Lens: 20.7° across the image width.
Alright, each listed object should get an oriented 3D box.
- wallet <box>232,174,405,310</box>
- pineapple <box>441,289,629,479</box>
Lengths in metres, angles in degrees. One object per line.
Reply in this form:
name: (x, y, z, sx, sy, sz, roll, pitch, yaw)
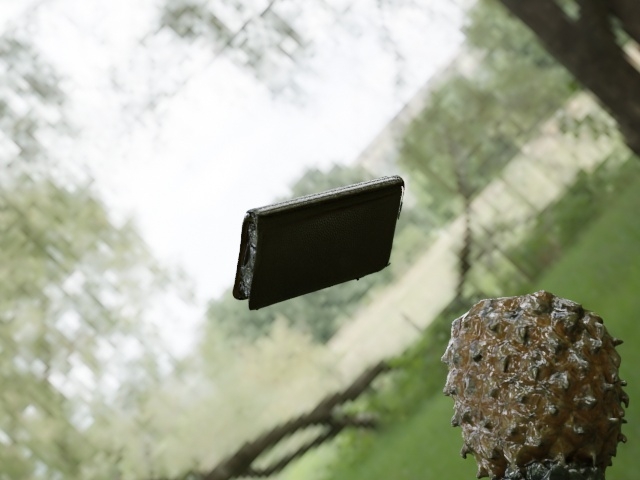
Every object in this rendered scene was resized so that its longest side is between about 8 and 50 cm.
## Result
wallet: (0.000, 0.000, 1.754, 0.198, 0.031, 0.110, -16, -54, -39)
pineapple: (0.171, 0.219, 1.389, 0.165, 0.165, 0.364, 127, 151, -55)
